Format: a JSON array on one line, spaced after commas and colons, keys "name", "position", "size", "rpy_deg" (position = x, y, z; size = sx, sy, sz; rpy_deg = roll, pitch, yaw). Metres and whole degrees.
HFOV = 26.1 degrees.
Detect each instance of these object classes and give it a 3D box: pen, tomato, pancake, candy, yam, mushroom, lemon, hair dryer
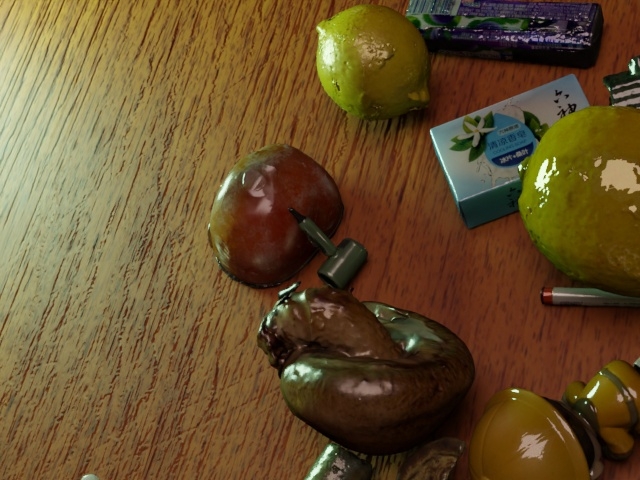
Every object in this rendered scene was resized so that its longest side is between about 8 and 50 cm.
[{"name": "pen", "position": [0.411, 0.078, 1.888], "size": [0.218, 0.026, 0.026], "rpy_deg": [1, 61, 19]}, {"name": "tomato", "position": [-0.080, -0.054, 2.055], "size": [0.181, 0.155, 0.214], "rpy_deg": [25, 69, 24]}, {"name": "pancake", "position": [0.150, 0.353, 1.758], "size": [0.184, 0.020, 0.190], "rpy_deg": [-51, 50, 25]}, {"name": "candy", "position": [0.280, -0.329, 2.151], "size": [0.312, 0.061, 0.088], "rpy_deg": [8, 64, 23]}, {"name": "yam", "position": [-0.003, 0.356, 1.829], "size": [0.078, 0.078, 0.179], "rpy_deg": [23, 70, 28]}, {"name": "mushroom", "position": [0.050, 0.169, 1.831], "size": [0.283, 0.195, 0.263], "rpy_deg": [29, 32, 10]}, {"name": "lemon", "position": [0.084, -0.269, 2.115], "size": [0.206, 0.173, 0.173], "rpy_deg": [40, 78, 19]}, {"name": "lemon", "position": [0.406, -0.050, 1.831], "size": [0.260, 0.260, 0.284], "rpy_deg": [-42, 75, -9]}, {"name": "hair dryer", "position": [0.000, 0.000, 2.003], "size": [0.071, 0.150, 0.047], "rpy_deg": [-52, 26, -17]}]

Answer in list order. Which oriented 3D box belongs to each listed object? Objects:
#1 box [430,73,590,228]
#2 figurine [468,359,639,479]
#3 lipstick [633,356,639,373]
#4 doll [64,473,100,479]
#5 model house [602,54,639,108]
[{"name": "box", "position": [0.292, -0.130, 2.017], "size": [0.232, 0.083, 0.142], "rpy_deg": [-22, 55, 6]}, {"name": "figurine", "position": [0.304, 0.248, 1.740], "size": [0.257, 0.167, 0.192], "rpy_deg": [-37, 43, -8]}, {"name": "lipstick", "position": [0.518, 0.102, 1.809], "size": [0.253, 0.077, 0.079], "rpy_deg": [-42, 57, -8]}, {"name": "doll", "position": [-0.296, 0.395, 1.884], "size": [0.293, 0.119, 0.138], "rpy_deg": [8, 71, 28]}, {"name": "model house", "position": [0.496, -0.212, 1.945], "size": [0.183, 0.172, 0.166], "rpy_deg": [-17, 58, 9]}]
